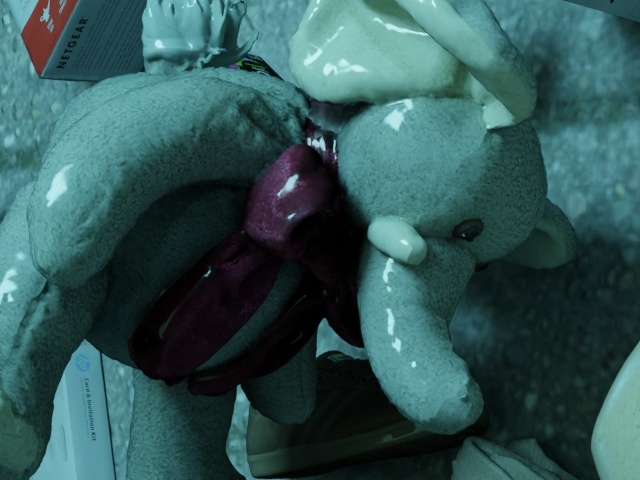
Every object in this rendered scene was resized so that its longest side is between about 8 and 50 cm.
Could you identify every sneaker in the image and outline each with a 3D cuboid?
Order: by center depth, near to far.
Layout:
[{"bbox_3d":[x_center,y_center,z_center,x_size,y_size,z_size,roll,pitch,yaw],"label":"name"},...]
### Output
[{"bbox_3d":[0.018,0.096,0.996,0.188,0.066,0.071,-19,73,44],"label":"sneaker"}]

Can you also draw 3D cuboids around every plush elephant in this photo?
[{"bbox_3d":[0.000,0.000,0.842,0.255,0.272,0.330,1,66,26],"label":"plush elephant"}]

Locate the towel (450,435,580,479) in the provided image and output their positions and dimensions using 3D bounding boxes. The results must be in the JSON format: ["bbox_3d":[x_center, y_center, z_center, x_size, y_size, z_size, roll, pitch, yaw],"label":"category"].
[{"bbox_3d":[0.104,0.261,0.899,0.187,0.049,0.282,35,111,45],"label":"towel"}]

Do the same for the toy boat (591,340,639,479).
[{"bbox_3d":[0.239,0.151,0.714,0.267,0.148,0.318,-3,75,42],"label":"toy boat"}]

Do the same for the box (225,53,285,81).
[{"bbox_3d":[-0.052,-0.084,1.096,0.083,0.062,0.052,47,117,40],"label":"box"}]

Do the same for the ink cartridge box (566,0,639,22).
[{"bbox_3d":[0.180,-0.208,0.836,0.207,0.097,0.046,-56,49,26],"label":"ink cartridge box"}]

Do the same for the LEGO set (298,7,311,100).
[{"bbox_3d":[0.026,-0.202,0.994,0.132,0.107,0.287,2,87,47],"label":"LEGO set"}]

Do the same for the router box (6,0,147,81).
[{"bbox_3d":[-0.150,-0.331,1.184,0.335,0.082,0.301,-55,49,39],"label":"router box"}]

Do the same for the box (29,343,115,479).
[{"bbox_3d":[-0.225,0.169,1.271,0.186,0.038,0.145,-25,67,44],"label":"box"}]
